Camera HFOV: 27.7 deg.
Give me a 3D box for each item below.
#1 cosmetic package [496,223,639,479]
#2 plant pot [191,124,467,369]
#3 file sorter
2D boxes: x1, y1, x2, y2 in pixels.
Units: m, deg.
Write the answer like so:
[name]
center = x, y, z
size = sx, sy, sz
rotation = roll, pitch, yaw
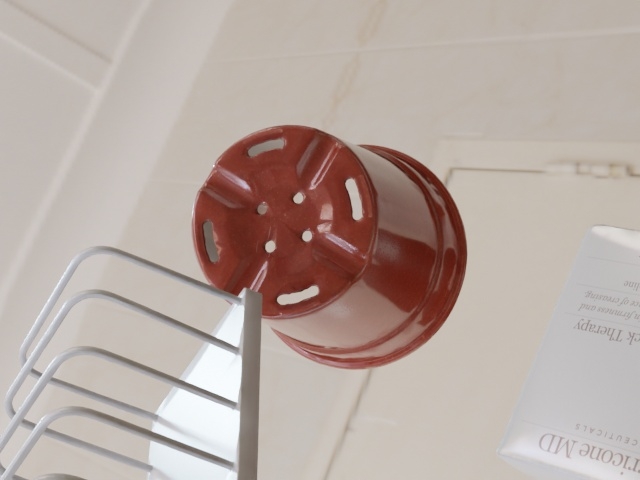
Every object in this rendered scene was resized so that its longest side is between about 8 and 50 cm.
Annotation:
[cosmetic package]
center = 0.540, 0.233, 1.941
size = 0.327, 0.329, 0.393
rotation = 36, -107, -39
[plant pot]
center = 0.000, 0.000, 1.423
size = 0.265, 0.272, 0.272
rotation = 24, -102, -70
[file sorter]
center = -0.168, 0.167, 1.073
size = 0.173, 0.193, 0.277
rotation = 24, -145, -19
